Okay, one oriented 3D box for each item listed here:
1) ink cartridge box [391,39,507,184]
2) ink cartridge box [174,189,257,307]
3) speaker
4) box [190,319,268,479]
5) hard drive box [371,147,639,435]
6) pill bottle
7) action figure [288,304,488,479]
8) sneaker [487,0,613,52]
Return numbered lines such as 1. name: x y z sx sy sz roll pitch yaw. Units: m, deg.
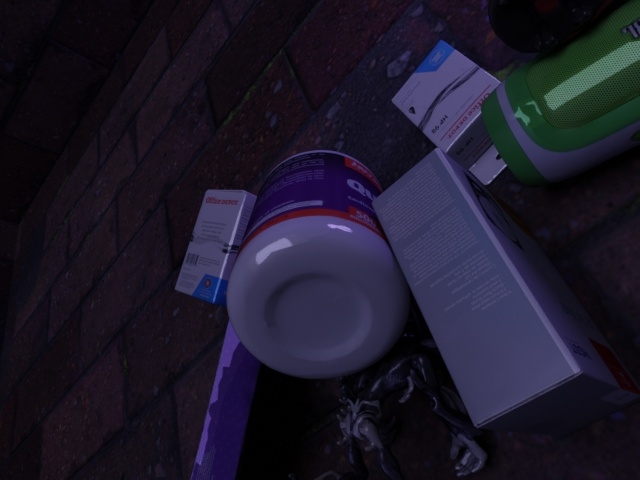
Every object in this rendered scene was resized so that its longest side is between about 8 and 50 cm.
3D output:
1. ink cartridge box: 0.181 -0.166 0.631 0.104 0.060 0.180 -49 44 20
2. ink cartridge box: -0.174 0.015 0.919 0.148 0.086 0.203 9 80 48
3. speaker: 0.306 -0.165 0.449 0.296 0.131 0.131 -31 53 35
4. box: -0.113 0.220 0.701 0.201 0.057 0.293 103 179 -80
5. hard drive box: 0.168 0.051 0.463 0.089 0.181 0.232 -40 49 26
6. pill bottle: 0.000 0.000 0.606 0.181 0.181 0.323 -48 17 22
7. action figure: 0.078 0.199 0.537 0.164 0.141 0.275 -8 41 54
8. sneaker: 0.270 -0.280 0.412 0.276 0.097 0.135 -30 28 40
